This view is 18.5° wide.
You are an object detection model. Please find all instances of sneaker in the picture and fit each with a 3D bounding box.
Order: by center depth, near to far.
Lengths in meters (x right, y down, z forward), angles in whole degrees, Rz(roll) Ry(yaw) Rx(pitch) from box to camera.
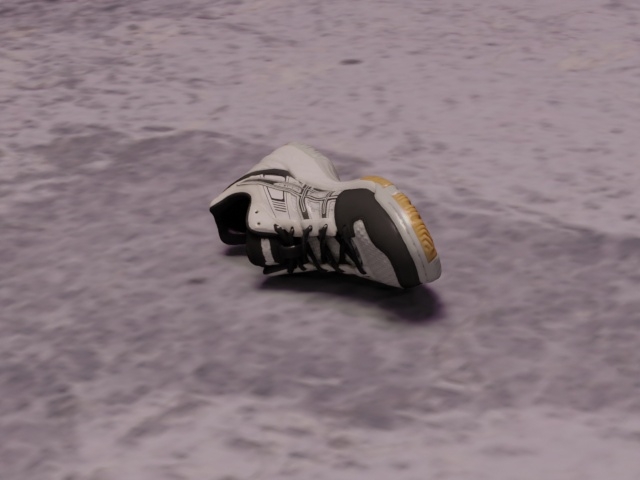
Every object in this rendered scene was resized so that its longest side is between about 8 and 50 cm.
[{"bbox_3d":[0.000,0.000,0.529,0.037,0.032,0.083,-31,27,-20],"label":"sneaker"}]
